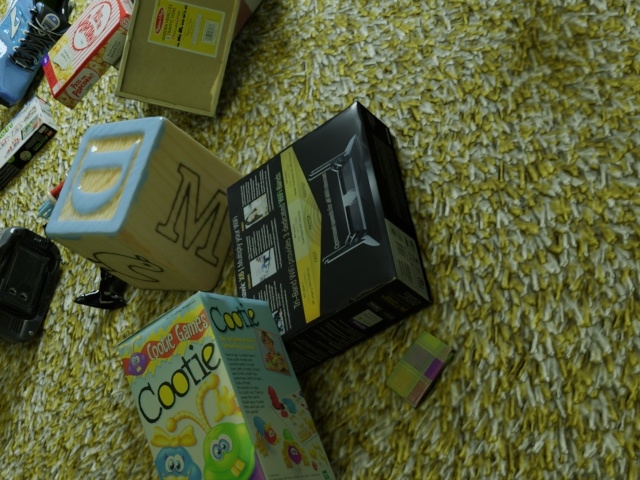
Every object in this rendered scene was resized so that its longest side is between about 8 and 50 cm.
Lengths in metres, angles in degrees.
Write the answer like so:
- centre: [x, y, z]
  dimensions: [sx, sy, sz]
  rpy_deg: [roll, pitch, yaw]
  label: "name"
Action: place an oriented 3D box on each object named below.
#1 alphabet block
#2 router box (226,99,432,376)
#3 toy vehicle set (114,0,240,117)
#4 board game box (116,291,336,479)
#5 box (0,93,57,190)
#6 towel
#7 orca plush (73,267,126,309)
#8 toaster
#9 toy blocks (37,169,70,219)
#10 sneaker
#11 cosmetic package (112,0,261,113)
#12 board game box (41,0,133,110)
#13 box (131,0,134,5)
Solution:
- centre: [-0.254, -0.050, 1.594]
  dimensions: [0.192, 0.197, 0.193]
  rpy_deg: [1, 64, 44]
  label: "alphabet block"
- centre: [0.000, 0.000, 1.413]
  dimensions: [0.243, 0.081, 0.309]
  rpy_deg: [-31, 47, 25]
  label: "router box"
- centre: [-0.224, -0.346, 1.734]
  dimensions: [0.035, 0.166, 0.267]
  rpy_deg: [-144, 68, -80]
  label: "toy vehicle set"
- centre: [-0.107, 0.218, 1.255]
  dimensions: [0.142, 0.144, 0.275]
  rpy_deg: [-32, 67, 24]
  label: "board game box"
- centre: [-0.616, -0.185, 2.136]
  dimensions: [0.207, 0.036, 0.114]
  rpy_deg: [-43, 43, 12]
  label: "box"
- centre: [0.116, 0.151, 1.261]
  dimensions: [0.083, 0.009, 0.060]
  rpy_deg: [-55, 41, -2]
  label: "towel"
- centre: [-0.351, -0.034, 1.742]
  dimensions: [0.151, 0.102, 0.287]
  rpy_deg: [0, 64, 43]
  label: "orca plush"
- centre: [-0.545, 0.070, 1.834]
  dimensions: [0.146, 0.129, 0.227]
  rpy_deg: [-9, 59, 41]
  label: "toaster"
- centre: [-0.440, -0.071, 1.882]
  dimensions: [0.148, 0.054, 0.123]
  rpy_deg: [-42, 40, 14]
  label: "toy blocks"
- centre: [-0.608, -0.427, 2.221]
  dimensions: [0.147, 0.130, 0.330]
  rpy_deg: [-11, 57, 41]
  label: "sneaker"
- centre: [-0.228, -0.387, 1.844]
  dimensions: [0.296, 0.129, 0.153]
  rpy_deg: [-53, 42, 1]
  label: "cosmetic package"
- centre: [-0.391, -0.335, 1.829]
  dimensions: [0.193, 0.045, 0.147]
  rpy_deg: [-46, 39, 11]
  label: "board game box"
- centre: [-0.339, -0.476, 1.971]
  dimensions: [0.220, 0.051, 0.175]
  rpy_deg: [-42, 17, 44]
  label: "box"
